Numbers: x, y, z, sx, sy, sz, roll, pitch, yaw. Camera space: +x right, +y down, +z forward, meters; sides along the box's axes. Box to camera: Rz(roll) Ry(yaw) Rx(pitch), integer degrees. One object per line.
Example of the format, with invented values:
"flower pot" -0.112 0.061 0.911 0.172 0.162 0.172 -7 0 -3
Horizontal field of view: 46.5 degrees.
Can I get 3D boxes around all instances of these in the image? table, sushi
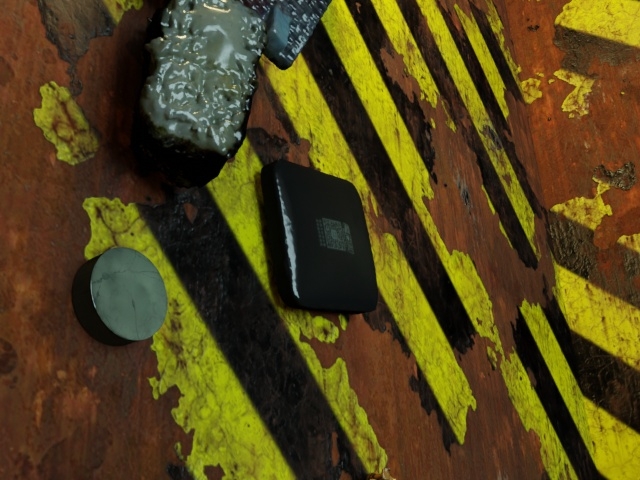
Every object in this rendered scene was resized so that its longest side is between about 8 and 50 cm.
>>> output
"table" -0.277 0.078 1.036 0.133 0.043 0.133 33 47 -43
"sushi" -0.209 -0.258 1.187 0.197 0.182 0.343 24 60 -31

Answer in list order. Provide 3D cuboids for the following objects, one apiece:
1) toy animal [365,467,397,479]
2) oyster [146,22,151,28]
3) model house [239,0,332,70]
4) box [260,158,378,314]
"toy animal" 0.090 0.497 1.320 0.114 0.116 0.255 42 41 0
"oyster" -0.238 -0.367 1.338 0.105 0.056 0.177 56 39 -7
"model house" -0.129 -0.519 1.331 0.360 0.298 0.339 44 36 -37
"box" 0.000 0.000 1.464 0.289 0.073 0.289 11 64 -53
